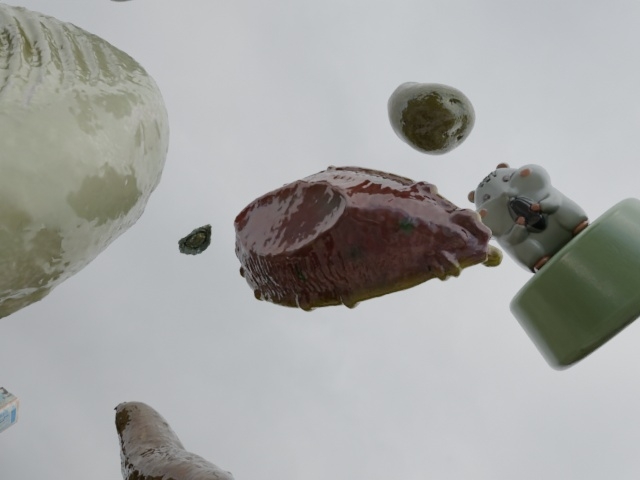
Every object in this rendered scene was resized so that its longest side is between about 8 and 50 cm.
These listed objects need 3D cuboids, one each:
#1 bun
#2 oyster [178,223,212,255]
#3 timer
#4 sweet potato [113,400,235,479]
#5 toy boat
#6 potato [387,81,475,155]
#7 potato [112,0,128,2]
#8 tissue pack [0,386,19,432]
[{"bbox_3d":[-0.314,-0.070,0.400,0.365,0.365,0.219,26,-59,8],"label":"bun"},{"bbox_3d":[-0.380,-0.004,1.476,0.100,0.037,0.098,-4,-61,-23],"label":"oyster"},{"bbox_3d":[0.381,0.001,0.801,0.315,0.290,0.291,50,-49,23],"label":"timer"},{"bbox_3d":[-0.175,0.276,0.555,0.341,0.092,0.114,-3,-94,56],"label":"sweet potato"},{"bbox_3d":[-0.003,-0.003,0.449,0.099,0.141,0.317,31,-20,-37],"label":"toy boat"},{"bbox_3d":[0.223,-0.269,1.038,0.194,0.157,0.157,52,-44,35],"label":"potato"},{"bbox_3d":[-0.201,-0.287,0.538,0.083,0.051,0.040,-23,-86,-4],"label":"potato"},{"bbox_3d":[-0.637,0.339,0.939,0.058,0.094,0.074,23,-67,14],"label":"tissue pack"}]
